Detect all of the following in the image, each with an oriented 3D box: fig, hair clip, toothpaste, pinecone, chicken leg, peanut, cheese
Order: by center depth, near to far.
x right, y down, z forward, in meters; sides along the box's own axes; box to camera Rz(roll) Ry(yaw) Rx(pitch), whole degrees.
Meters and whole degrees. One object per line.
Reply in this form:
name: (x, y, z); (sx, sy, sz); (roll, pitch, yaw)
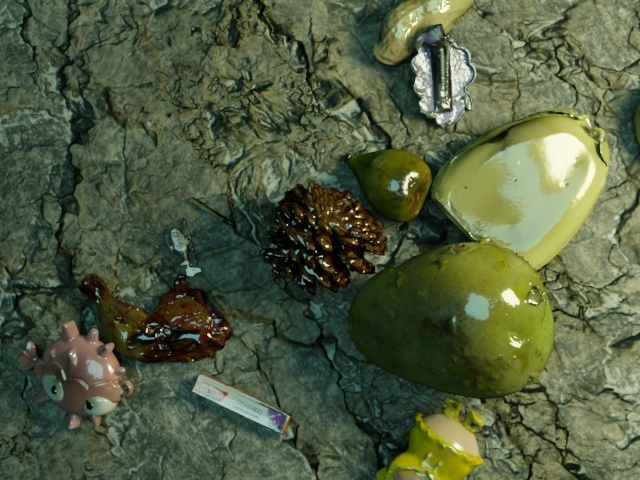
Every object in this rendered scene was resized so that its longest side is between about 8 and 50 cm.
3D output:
cheese: (0.378, -0.107, 1.305); (0.316, 0.128, 0.259); (-45, 85, 10)
pinecone: (0.000, 0.000, 1.311); (0.222, 0.221, 0.221); (-1, 85, 8)
fig: (0.113, -0.115, 1.341); (0.185, 0.126, 0.132); (21, 108, 10)
hair clip: (0.235, -0.309, 1.348); (0.124, 0.052, 0.195); (-10, 109, 2)
peanut: (0.194, -0.427, 1.373); (0.228, 0.085, 0.104); (-34, 93, 6)
toothpaste: (-0.153, 0.318, 1.383); (0.196, 0.040, 0.047); (23, 87, 10)
chicken leg: (-0.332, 0.152, 1.408); (0.323, 0.083, 0.177); (0, 77, 6)

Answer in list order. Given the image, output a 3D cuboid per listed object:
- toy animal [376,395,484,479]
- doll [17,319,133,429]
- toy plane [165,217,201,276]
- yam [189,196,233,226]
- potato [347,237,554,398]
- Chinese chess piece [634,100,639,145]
toy animal: (0.205, 0.395, 1.283); (0.156, 0.156, 0.229); (33, 101, 9)
doll: (-0.482, 0.262, 1.402); (0.262, 0.093, 0.211); (19, 103, 15)
toy plane: (-0.277, 0.016, 1.430); (0.049, 0.031, 0.120); (-17, 80, -2)
yam: (-0.219, -0.058, 1.435); (0.107, 0.014, 0.014); (32, 90, 10)
potato: (0.213, 0.127, 1.232); (0.359, 0.219, 0.269); (4, 101, 31)
Chinese chess piece: (0.670, -0.217, 1.294); (0.189, 0.083, 0.188); (-1, 82, 10)
